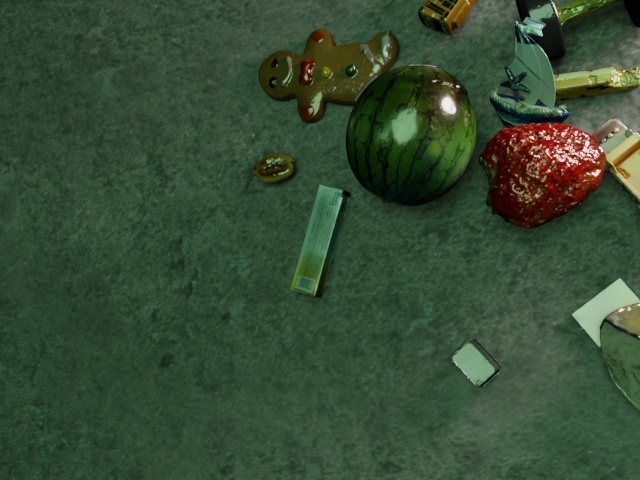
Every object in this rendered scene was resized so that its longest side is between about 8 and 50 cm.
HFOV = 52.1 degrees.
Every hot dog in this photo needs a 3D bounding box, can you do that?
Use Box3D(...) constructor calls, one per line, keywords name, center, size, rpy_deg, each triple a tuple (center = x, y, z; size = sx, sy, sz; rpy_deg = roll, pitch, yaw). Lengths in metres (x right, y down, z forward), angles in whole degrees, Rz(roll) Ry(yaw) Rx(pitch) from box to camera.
Box3D(name="hot dog", center=(-0.141, -0.212, 1.947), size=(0.140, 0.060, 0.090), rpy_deg=(-14, 74, 12))

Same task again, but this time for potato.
Box3D(name="potato", center=(0.805, 0.248, 1.505), size=(0.264, 0.211, 0.189), rpy_deg=(-22, 30, -16))

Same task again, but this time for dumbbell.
Box3D(name="dumbbell", center=(0.661, -0.583, 1.603), size=(0.322, 0.204, 0.204), rpy_deg=(-18, 77, 18))

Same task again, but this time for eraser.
Box3D(name="eraser", center=(0.702, 0.175, 1.587), size=(0.150, 0.023, 0.104), rpy_deg=(-41, 71, 12))

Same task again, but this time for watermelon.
Box3D(name="watermelon", center=(0.228, -0.263, 1.663), size=(0.363, 0.363, 0.363), rpy_deg=(-3, 82, 21))

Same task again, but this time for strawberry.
Box3D(name="strawberry", center=(0.537, -0.161, 1.569), size=(0.276, 0.257, 0.257), rpy_deg=(-12, 79, 34))

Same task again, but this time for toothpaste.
Box3D(name="toothpaste", center=(0.000, 0.000, 1.857), size=(0.089, 0.071, 0.313), rpy_deg=(15, 89, 24))

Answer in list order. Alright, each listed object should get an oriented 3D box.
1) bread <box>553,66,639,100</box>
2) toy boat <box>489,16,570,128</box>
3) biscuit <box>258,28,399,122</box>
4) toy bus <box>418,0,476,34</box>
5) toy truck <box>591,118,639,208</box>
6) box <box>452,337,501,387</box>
Box3D(name="bread", center=(0.679, -0.394, 1.635), size=(0.226, 0.088, 0.049), rpy_deg=(-4, 80, 22))
Box3D(name="toy boat", center=(0.501, -0.397, 1.636), size=(0.210, 0.070, 0.292), rpy_deg=(-2, 119, 53))
Box3D(name="biscuit", center=(0.004, -0.486, 1.919), size=(0.432, 0.064, 0.283), rpy_deg=(8, 87, 22))
Box3D(name="toy bus", center=(0.367, -0.667, 1.785), size=(0.114, 0.098, 0.201), rpy_deg=(38, 96, 21))
Box3D(name="toy truck", center=(0.753, -0.161, 1.549), size=(0.114, 0.135, 0.270), rpy_deg=(-41, 71, 13))
Box3D(name="box", center=(0.393, 0.313, 1.665), size=(0.084, 0.069, 0.122), rpy_deg=(-47, 70, 11))
